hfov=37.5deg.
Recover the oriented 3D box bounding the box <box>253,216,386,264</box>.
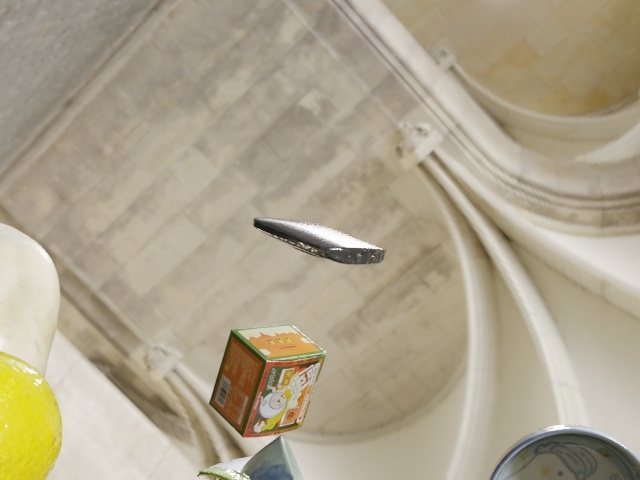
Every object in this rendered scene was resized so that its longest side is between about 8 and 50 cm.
[{"bbox_3d":[0.000,0.000,1.696,0.212,0.201,0.042,1,107,-61],"label":"box"}]

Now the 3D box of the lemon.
[{"bbox_3d":[-0.351,0.196,0.930,0.180,0.180,0.193,-36,-170,41],"label":"lemon"}]

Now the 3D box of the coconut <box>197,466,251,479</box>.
[{"bbox_3d":[-0.099,0.361,1.282,0.055,0.158,0.133,-40,176,-13],"label":"coconut"}]

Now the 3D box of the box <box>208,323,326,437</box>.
[{"bbox_3d":[-0.113,0.304,2.057,0.177,0.148,0.195,0,115,-43],"label":"box"}]

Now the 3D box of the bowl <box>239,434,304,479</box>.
[{"bbox_3d":[-0.083,0.514,1.707,0.146,0.289,0.289,-21,-173,-4],"label":"bowl"}]

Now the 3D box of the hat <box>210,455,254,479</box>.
[{"bbox_3d":[-0.145,0.555,2.091,0.203,0.126,0.203,-6,177,0],"label":"hat"}]

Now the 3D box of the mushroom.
[{"bbox_3d":[-0.502,0.106,1.265,0.353,0.325,0.353,-45,-178,2],"label":"mushroom"}]

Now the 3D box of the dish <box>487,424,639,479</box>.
[{"bbox_3d":[0.399,0.417,1.540,0.273,0.273,0.134,-42,-178,11],"label":"dish"}]
